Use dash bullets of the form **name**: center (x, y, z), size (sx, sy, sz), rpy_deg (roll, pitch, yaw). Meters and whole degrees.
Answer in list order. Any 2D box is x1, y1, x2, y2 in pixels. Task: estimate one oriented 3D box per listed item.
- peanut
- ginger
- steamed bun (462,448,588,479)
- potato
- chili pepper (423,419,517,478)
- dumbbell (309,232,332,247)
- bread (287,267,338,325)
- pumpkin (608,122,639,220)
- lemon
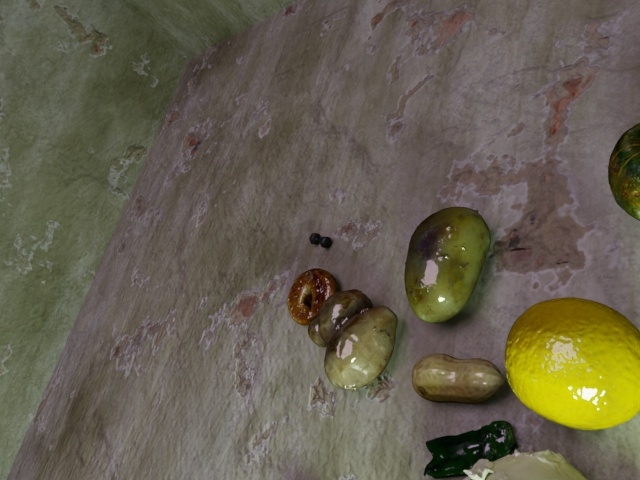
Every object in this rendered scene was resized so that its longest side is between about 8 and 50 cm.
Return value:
- **peanut**: center (0.301, 0.309, 1.454), size (0.110, 0.120, 0.236), rpy_deg (-31, 13, -39)
- **ginger**: center (0.078, 0.246, 1.737), size (0.244, 0.155, 0.304), rpy_deg (-57, 28, 9)
- **steamed bun**: center (0.337, 0.544, 1.123), size (0.333, 0.233, 0.312), rpy_deg (-54, 34, 16)
- **potato**: center (0.301, 0.056, 1.607), size (0.210, 0.173, 0.307), rpy_deg (-4, 57, 43)
- **chili pepper**: center (0.309, 0.450, 1.387), size (0.224, 0.061, 0.098), rpy_deg (-29, 51, 28)
- **dumbbell**: center (0.000, 0.000, 2.087), size (0.083, 0.036, 0.040), rpy_deg (18, 74, 52)
- **bread**: center (-0.022, 0.170, 1.964), size (0.193, 0.064, 0.193), rpy_deg (-23, 54, 34)
- **pumpkin**: center (0.712, -0.130, 1.310), size (0.260, 0.189, 0.260), rpy_deg (-19, 32, 13)
- **lemon**: center (0.479, 0.229, 1.221), size (0.267, 0.267, 0.267), rpy_deg (-28, 45, 31)
